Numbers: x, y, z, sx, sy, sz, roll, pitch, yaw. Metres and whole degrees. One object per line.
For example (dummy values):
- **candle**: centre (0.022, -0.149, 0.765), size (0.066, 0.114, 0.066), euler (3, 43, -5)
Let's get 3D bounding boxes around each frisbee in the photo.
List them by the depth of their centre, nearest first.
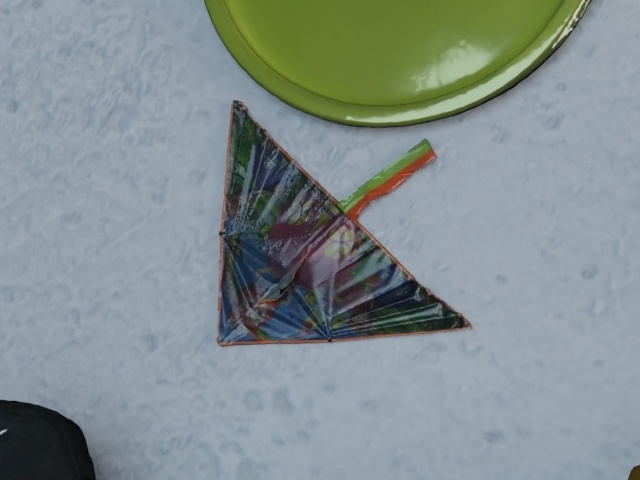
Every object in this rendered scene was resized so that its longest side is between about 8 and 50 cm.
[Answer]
- **frisbee**: centre (0.044, -0.174, 0.934), size (0.236, 0.017, 0.236), euler (-3, 77, 14)

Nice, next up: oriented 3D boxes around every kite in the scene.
- **kite**: centre (0.000, 0.000, 0.908), size (0.190, 0.010, 0.159), euler (43, 90, 18)

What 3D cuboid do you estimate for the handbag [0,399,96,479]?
- **handbag**: centre (-0.222, 0.199, 0.831), size (0.254, 0.181, 0.181), euler (-20, 71, 12)

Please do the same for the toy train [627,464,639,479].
- **toy train**: centre (0.293, 0.192, 0.666), size (0.369, 0.163, 0.231), euler (22, 98, 37)
